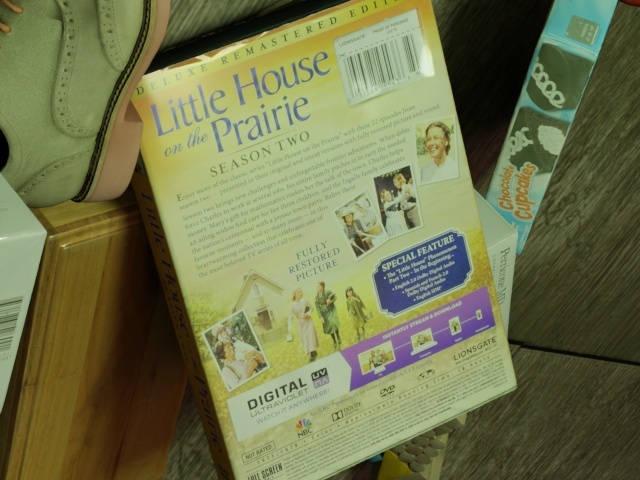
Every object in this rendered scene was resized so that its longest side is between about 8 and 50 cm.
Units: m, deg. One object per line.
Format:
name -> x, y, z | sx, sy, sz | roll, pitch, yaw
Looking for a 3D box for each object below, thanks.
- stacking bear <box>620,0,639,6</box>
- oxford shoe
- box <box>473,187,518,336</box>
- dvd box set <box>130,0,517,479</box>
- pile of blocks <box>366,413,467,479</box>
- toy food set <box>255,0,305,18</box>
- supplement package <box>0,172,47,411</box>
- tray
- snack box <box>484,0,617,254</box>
stacking bear -> 0.414, -0.324, 1.892 | 0.289, 0.164, 0.175 | -26, -170, -8
oxford shoe -> -0.208, -0.167, 1.408 | 0.146, 0.140, 0.397 | -15, 137, -26
box -> 0.099, 0.018, 1.918 | 0.119, 0.182, 0.181 | -29, 145, -21
dvd box set -> 0.000, 0.000, 1.687 | 0.307, 0.062, 0.420 | -24, 112, -22
pile of blocks -> 0.111, 0.171, 2.215 | 0.362, 0.149, 0.112 | 111, -4, -50
toy food set -> 0.004, -0.161, 1.736 | 0.132, 0.038, 0.192 | -32, 147, -17
supplement package -> -0.346, -0.017, 1.279 | 0.175, 0.293, 0.177 | -14, 138, -37
tray -> -0.215, 0.105, 1.780 | 0.203, 0.076, 0.411 | -18, 140, -35
snack box -> 0.231, -0.152, 1.849 | 0.322, 0.060, 0.187 | 103, 9, -55
